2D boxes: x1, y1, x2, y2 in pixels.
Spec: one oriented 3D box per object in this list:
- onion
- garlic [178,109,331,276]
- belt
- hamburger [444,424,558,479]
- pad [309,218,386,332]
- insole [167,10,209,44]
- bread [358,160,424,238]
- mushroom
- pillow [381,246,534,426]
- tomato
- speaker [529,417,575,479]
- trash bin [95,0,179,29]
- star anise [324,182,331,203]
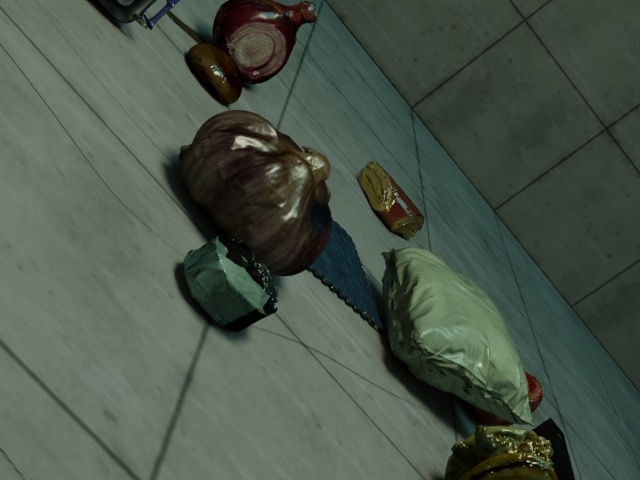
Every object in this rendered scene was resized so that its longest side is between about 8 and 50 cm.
[{"bbox_3d":[-0.105,-0.391,1.911,0.135,0.198,0.173,57,-4,38],"label":"onion"},{"bbox_3d":[-0.066,-0.070,1.362,0.245,0.160,0.245,49,24,-30],"label":"garlic"},{"bbox_3d":[-0.103,0.050,1.183,0.140,0.058,0.105,30,32,-63],"label":"belt"},{"bbox_3d":[0.243,0.318,1.420,0.131,0.159,0.185,-93,163,-58],"label":"hamburger"},{"bbox_3d":[0.000,0.000,1.688,0.269,0.012,0.270,41,19,-36],"label":"pad"},{"bbox_3d":[-0.230,-0.371,1.852,0.135,0.002,0.045,36,22,-47],"label":"insole"},{"bbox_3d":[0.158,-0.075,2.216,0.192,0.067,0.119,49,16,-15],"label":"bread"},{"bbox_3d":[-0.172,-0.284,1.743,0.123,0.052,0.123,44,18,-18],"label":"mushroom"},{"bbox_3d":[0.221,0.155,1.721,0.283,0.138,0.310,36,20,-22],"label":"pillow"},{"bbox_3d":[0.304,0.275,1.831,0.159,0.091,0.139,15,19,-15],"label":"tomato"},{"bbox_3d":[0.402,0.397,1.865,0.044,0.082,0.218,51,14,-6],"label":"speaker"},{"bbox_3d":[-0.289,-0.442,1.562,0.184,0.162,0.234,45,11,-30],"label":"trash bin"},{"bbox_3d":[-0.028,-0.114,1.776,0.141,0.042,0.141,47,10,-12],"label":"star anise"}]
